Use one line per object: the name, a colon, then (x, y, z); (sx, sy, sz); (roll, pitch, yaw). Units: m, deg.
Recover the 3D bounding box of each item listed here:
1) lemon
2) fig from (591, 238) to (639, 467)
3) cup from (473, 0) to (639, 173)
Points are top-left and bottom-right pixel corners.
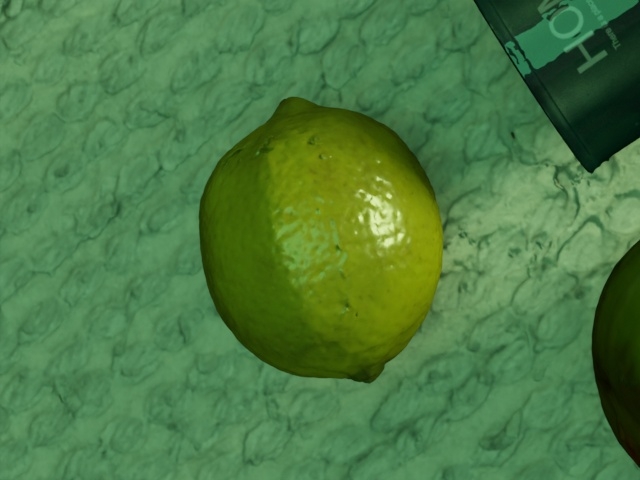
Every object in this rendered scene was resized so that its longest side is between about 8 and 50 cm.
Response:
lemon: (-0.001, 0.001, 1.736); (0.267, 0.267, 0.267); (0, 90, 15)
fig: (0.419, 0.095, 1.604); (0.343, 0.343, 0.343); (0, 90, 15)
cup: (0.298, -0.266, 1.675); (0.292, 0.242, 0.308); (-32, 59, 11)
